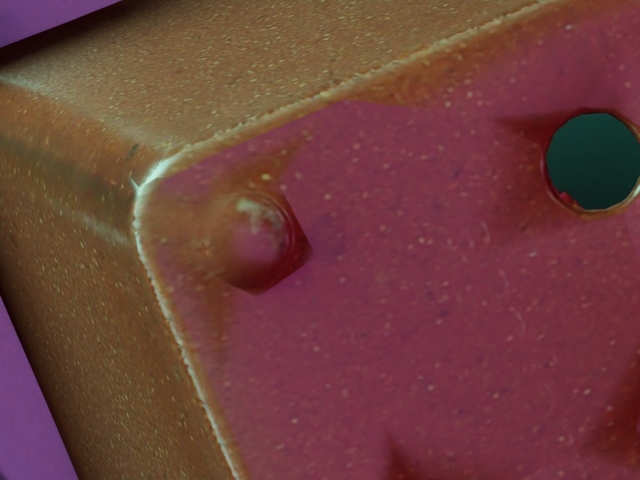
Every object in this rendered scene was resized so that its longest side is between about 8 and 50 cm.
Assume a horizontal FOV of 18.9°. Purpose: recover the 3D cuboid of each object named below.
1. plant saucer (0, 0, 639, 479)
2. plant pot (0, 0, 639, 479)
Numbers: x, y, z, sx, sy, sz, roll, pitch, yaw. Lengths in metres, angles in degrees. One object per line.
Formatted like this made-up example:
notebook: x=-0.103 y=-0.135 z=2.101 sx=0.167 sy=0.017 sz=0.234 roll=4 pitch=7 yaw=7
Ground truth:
plant saucer: x=0.000 y=0.000 z=0.625 sx=0.317 sy=0.044 sz=0.318 roll=0 pitch=93 yaw=-7
plant pot: x=0.060 y=0.030 z=0.495 sx=0.267 sy=0.236 sz=0.267 roll=-23 pitch=95 yaw=-4
